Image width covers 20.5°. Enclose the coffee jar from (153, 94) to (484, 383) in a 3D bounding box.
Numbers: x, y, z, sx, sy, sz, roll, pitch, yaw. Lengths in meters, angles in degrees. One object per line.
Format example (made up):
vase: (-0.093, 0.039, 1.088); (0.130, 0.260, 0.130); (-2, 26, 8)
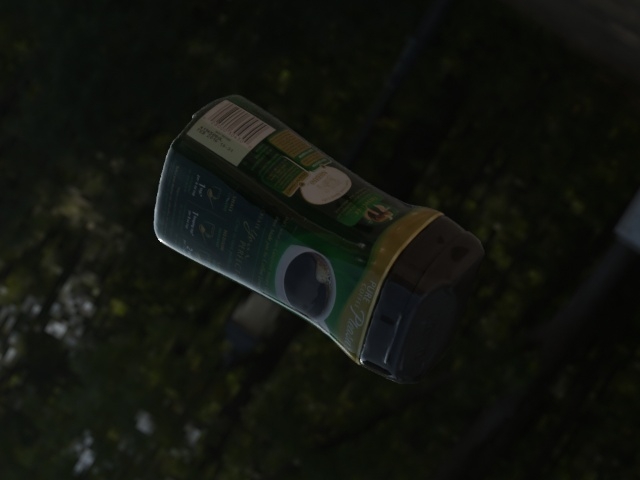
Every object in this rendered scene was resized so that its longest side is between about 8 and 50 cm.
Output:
coffee jar: (0.000, 0.000, 0.995); (0.184, 0.096, 0.079); (32, -137, 18)
